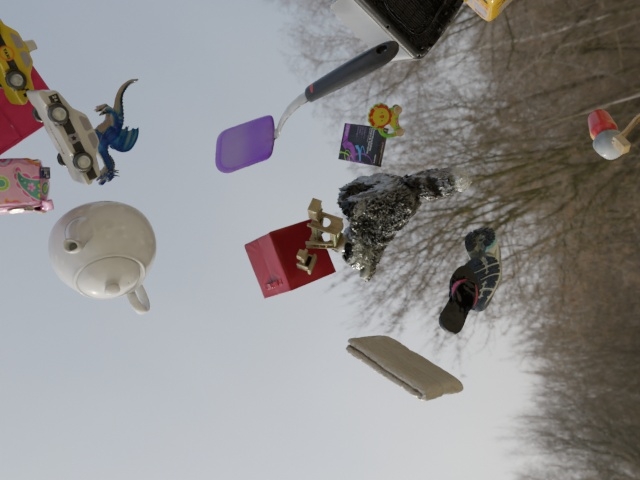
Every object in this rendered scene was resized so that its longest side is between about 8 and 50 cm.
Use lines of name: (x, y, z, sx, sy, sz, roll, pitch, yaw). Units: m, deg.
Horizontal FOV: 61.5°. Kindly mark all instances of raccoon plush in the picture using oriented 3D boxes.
raccoon plush: (0.240, -0.034, 1.638, 0.216, 0.446, 0.299, -54, -45, -52)

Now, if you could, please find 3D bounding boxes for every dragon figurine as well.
dragon figurine: (-0.553, -0.292, 1.461, 0.144, 0.085, 0.289, 39, -103, -41)

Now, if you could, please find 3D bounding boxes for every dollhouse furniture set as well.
dollhouse furniture set: (0.000, 0.000, 1.549, 0.182, 0.101, 0.161, 82, -151, -67)

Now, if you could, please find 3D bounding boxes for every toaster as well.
toaster: (0.133, -0.387, 0.845, 0.186, 0.110, 0.168, 35, -92, -24)

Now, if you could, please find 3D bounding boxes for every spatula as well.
spatula: (-0.028, -0.167, 0.682, 0.030, 0.296, 0.084, 29, -132, -41)

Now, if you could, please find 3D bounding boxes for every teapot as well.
teapot: (-0.484, 0.050, 1.229, 0.256, 0.252, 0.187, 5, -136, -39)

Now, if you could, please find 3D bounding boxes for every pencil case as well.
pencil case: (-0.692, -0.099, 1.074, 0.284, 0.124, 0.124, -6, -97, -25)

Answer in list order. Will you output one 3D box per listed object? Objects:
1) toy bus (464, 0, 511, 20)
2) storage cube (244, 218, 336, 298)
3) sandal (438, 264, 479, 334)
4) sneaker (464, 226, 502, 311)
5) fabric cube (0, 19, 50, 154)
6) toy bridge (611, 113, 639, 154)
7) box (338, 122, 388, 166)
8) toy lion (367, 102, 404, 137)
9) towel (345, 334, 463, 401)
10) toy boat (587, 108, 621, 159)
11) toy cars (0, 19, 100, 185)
toy bus: (0.314, -0.462, 0.704, 0.108, 0.333, 0.130, 47, -164, 8)
storage cube: (-0.099, 0.057, 1.738, 0.215, 0.183, 0.193, -21, -91, -36)
sandal: (0.287, 0.114, 1.084, 0.067, 0.040, 0.179, 31, -133, 3)
sneaker: (0.445, 0.092, 1.433, 0.122, 0.110, 0.283, 56, -141, -29)
fabric cube: (-0.811, -0.339, 1.224, 0.259, 0.254, 0.258, -50, -46, -30)
toy bridge: (0.652, -0.229, 1.037, 0.026, 0.188, 0.063, 62, -174, -51)
box: (0.128, -0.291, 1.631, 0.029, 0.162, 0.116, 1, -78, -46)
toy lion: (0.178, -0.331, 1.484, 0.034, 0.096, 0.100, -102, 1, -63)
towel: (0.215, 0.331, 1.417, 0.187, 0.282, 0.049, 5, -73, -47)
toy boat: (0.764, -0.257, 1.182, 0.148, 0.318, 0.267, -79, -27, -45)
toy cars: (-0.528, -0.283, 1.022, 0.087, 0.176, 0.393, -37, -96, -31)
